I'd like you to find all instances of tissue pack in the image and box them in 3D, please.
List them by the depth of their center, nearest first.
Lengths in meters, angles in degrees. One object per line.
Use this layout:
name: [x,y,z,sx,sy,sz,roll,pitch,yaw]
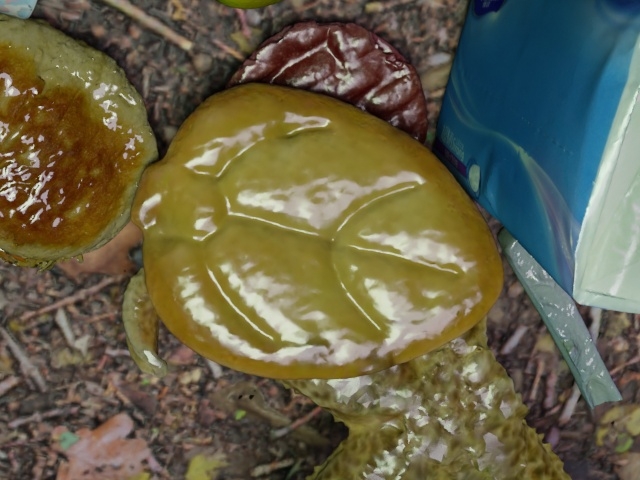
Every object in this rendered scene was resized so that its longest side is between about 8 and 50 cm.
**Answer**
tissue pack: [0.191,-0.086,0.930,0.146,0.263,0.198,9,109,-17]

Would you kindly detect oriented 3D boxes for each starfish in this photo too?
starfish: [0.044,0.179,1.019,0.324,0.082,0.432,-21,103,-4]

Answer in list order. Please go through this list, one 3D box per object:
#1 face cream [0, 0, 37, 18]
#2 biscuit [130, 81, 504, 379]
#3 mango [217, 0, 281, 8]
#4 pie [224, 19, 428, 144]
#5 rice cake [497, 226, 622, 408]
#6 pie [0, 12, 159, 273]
face cream: [-0.283,-0.205,0.869,0.229,0.075,0.075,15,107,-19]
biscuit: [0.001,-0.001,0.955,0.260,0.041,0.203,15,81,-3]
mango: [-0.030,-0.217,0.918,0.163,0.089,0.117,-24,115,-5]
pie: [0.004,-0.089,1.009,0.153,0.038,0.153,-4,110,-11]
rice cake: [0.192,0.062,1.112,0.030,0.042,0.180,-31,115,2]
pie: [-0.200,-0.066,0.946,0.193,0.079,0.163,32,97,-24]
